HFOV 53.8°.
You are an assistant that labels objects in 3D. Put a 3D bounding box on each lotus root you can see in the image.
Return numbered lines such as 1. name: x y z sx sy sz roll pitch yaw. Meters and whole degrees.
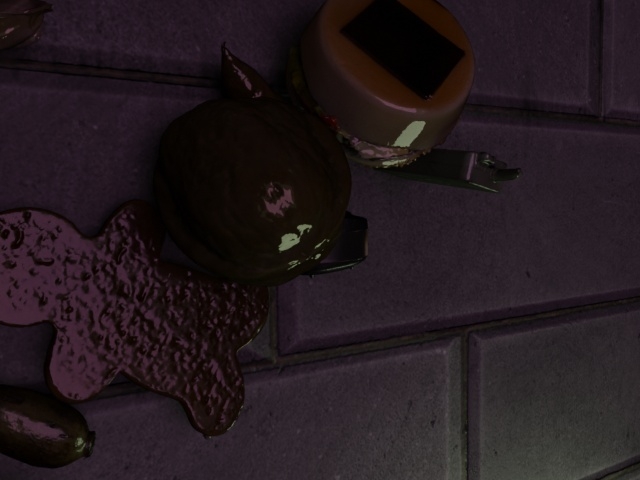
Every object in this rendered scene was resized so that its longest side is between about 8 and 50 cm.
1. lotus root: -0.370 0.236 0.798 0.179 0.089 0.081 31 47 -24

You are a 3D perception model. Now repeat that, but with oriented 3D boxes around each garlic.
1. garlic: -0.419 -0.250 0.728 0.195 0.101 0.087 -25 138 -36

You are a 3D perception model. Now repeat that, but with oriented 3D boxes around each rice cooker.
1. rice cooker: 0.000 0.000 1.011 0.165 0.112 0.107 -14 107 -24

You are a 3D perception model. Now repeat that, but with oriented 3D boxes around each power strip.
1. power strip: 0.209 -0.119 1.035 0.093 0.288 0.053 13 94 -33

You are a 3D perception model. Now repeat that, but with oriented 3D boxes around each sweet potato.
1. sweet potato: -0.079 -0.188 0.976 0.269 0.074 0.075 43 70 -38

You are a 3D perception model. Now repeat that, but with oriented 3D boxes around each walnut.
1. walnut: -0.092 -0.074 0.854 0.283 0.282 0.227 -55 159 -18

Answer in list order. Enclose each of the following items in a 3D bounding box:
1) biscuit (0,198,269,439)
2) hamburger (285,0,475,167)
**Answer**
1. biscuit: -0.271 0.088 0.868 0.431 0.064 0.283 26 72 -29
2. hamburger: 0.093 -0.258 0.985 0.301 0.170 0.302 7 64 -15
